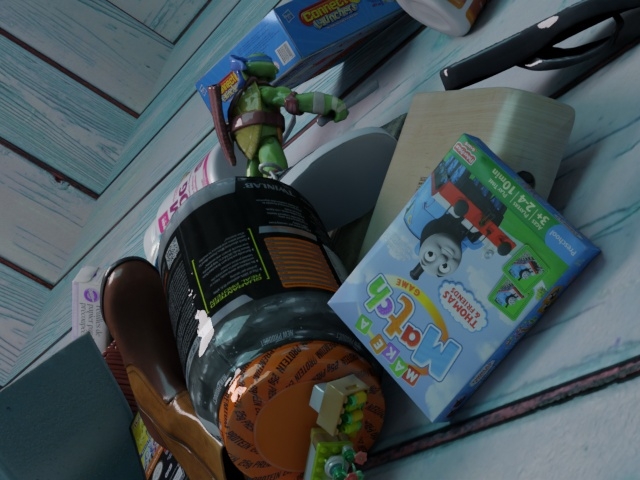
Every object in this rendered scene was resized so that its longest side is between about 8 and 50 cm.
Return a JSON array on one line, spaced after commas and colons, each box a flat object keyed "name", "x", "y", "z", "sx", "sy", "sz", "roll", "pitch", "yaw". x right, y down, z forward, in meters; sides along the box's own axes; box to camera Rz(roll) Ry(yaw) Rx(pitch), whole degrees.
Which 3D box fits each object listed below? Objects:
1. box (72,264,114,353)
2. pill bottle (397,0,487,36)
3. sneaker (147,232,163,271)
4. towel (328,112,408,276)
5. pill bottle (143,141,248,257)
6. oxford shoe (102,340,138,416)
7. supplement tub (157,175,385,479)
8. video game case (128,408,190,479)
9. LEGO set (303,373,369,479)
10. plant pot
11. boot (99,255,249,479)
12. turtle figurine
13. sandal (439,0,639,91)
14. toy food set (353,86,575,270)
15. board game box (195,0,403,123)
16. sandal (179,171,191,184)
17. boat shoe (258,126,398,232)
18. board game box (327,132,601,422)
[{"name": "box", "x": -0.410, "y": 0.202, "z": 1.921, "sx": 0.067, "sy": 0.063, "sz": 0.324, "roll": -77, "pitch": -5, "yaw": -62}, {"name": "pill bottle", "x": 0.202, "y": -0.400, "z": 1.462, "sx": 0.216, "sy": 0.121, "sz": 0.121, "roll": -58, "pitch": 18, "yaw": -3}, {"name": "sneaker", "x": -0.266, "y": 0.070, "z": 1.790, "sx": 0.092, "sy": 0.087, "sz": 0.229, "roll": 42, "pitch": 143, "yaw": 34}, {"name": "towel", "x": 0.000, "y": 0.000, "z": 1.482, "sx": 0.312, "sy": 0.056, "sz": 0.324, "roll": -27, "pitch": 34, "yaw": 52}, {"name": "pill bottle", "x": -0.182, "y": -0.043, "z": 1.817, "sx": 0.283, "sy": 0.160, "sz": 0.160, "roll": -39, "pitch": 26, "yaw": 45}, {"name": "oxford shoe", "x": -0.323, "y": 0.223, "z": 1.889, "sx": 0.130, "sy": 0.123, "sz": 0.348, "roll": 103, "pitch": 180, "yaw": -49}, {"name": "supplement tub", "x": -0.056, "y": 0.091, "z": 1.160, "sx": 0.207, "sy": 0.207, "sz": 0.338, "roll": -52, "pitch": 31, "yaw": 18}, {"name": "video game case", "x": -0.175, "y": 0.220, "z": 1.469, "sx": 0.275, "sy": 0.035, "sz": 0.248, "roll": -62, "pitch": 28, "yaw": 13}, {"name": "LEGO set", "x": -0.022, "y": 0.269, "z": 0.998, "sx": 0.287, "sy": 0.132, "sz": 0.107, "roll": -46, "pitch": 30, "yaw": 10}, {"name": "plant pot", "x": -0.418, "y": 0.335, "z": 1.633, "sx": 0.248, "sy": 0.252, "sz": 0.247, "roll": -36, "pitch": 2, "yaw": -40}, {"name": "boot", "x": -0.174, "y": 0.180, "z": 1.261, "sx": 0.280, "sy": 0.096, "sz": 0.264, "roll": -139, "pitch": 42, "yaw": -55}, {"name": "turtle figurine", "x": -0.033, "y": -0.125, "z": 1.524, "sx": 0.197, "sy": 0.274, "sz": 0.266, "roll": -5, "pitch": 73, "yaw": 28}, {"name": "sandal", "x": 0.242, "y": -0.200, "z": 1.107, "sx": 0.254, "sy": 0.054, "sz": 0.097, "roll": -21, "pitch": 0, "yaw": 43}, {"name": "toy food set", "x": 0.145, "y": -0.041, "z": 1.128, "sx": 0.220, "sy": 0.092, "sz": 0.306, "roll": -71, "pitch": 18, "yaw": 0}, {"name": "board game box", "x": -0.013, "y": -0.329, "z": 1.735, "sx": 0.302, "sy": 0.086, "sz": 0.308, "roll": -33, "pitch": 4, "yaw": -33}, {"name": "sandal", "x": -0.244, "y": -0.041, "z": 2.147, "sx": 0.079, "sy": 0.088, "sz": 0.240, "roll": -10, "pitch": 51, "yaw": 24}, {"name": "boat shoe", "x": -0.035, "y": -0.047, "z": 1.352, "sx": 0.306, "sy": 0.113, "sz": 0.105, "roll": -43, "pitch": 34, "yaw": 12}, {"name": "board game box", "x": 0.123, "y": 0.035, "z": 0.966, "sx": 0.160, "sy": 0.039, "sz": 0.211, "roll": 47, "pitch": 111, "yaw": 28}]
